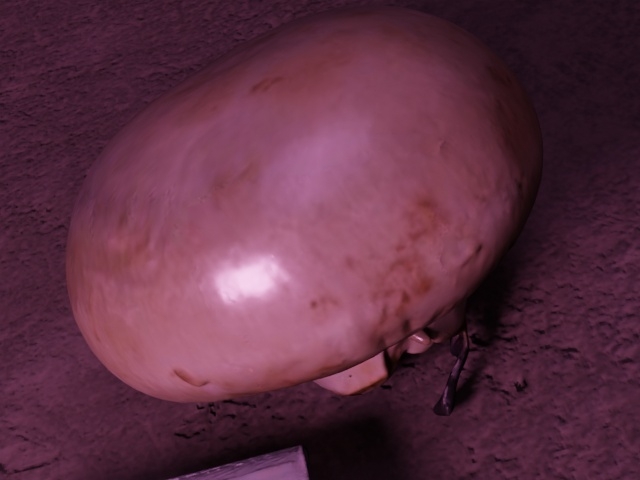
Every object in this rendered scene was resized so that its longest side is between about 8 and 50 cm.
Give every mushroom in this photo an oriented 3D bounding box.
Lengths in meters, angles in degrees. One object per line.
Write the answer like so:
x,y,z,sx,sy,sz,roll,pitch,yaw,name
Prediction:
0.000,0.000,1.090,0.362,0.294,0.362,-28,18,10,mushroom

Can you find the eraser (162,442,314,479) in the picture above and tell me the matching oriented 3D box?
-0.102,0.231,0.980,0.227,0.081,0.174,-15,40,-1,eraser
